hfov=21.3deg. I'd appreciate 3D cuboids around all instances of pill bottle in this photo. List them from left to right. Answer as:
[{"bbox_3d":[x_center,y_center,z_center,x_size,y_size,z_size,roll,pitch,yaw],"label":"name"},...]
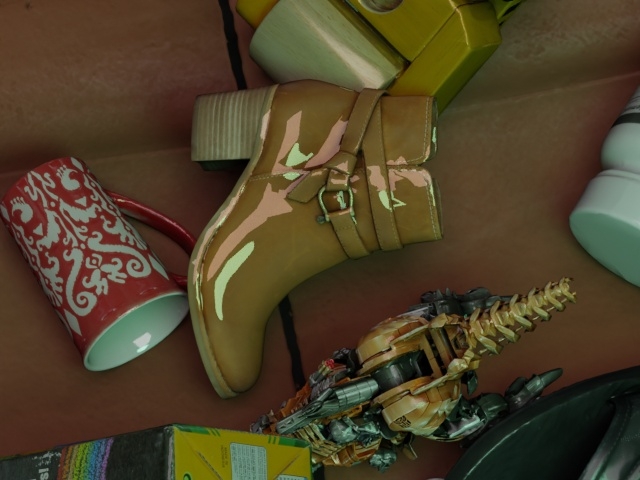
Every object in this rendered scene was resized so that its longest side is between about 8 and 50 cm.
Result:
[{"bbox_3d":[0.356,-0.097,1.545,0.161,0.161,0.283,32,75,9],"label":"pill bottle"}]

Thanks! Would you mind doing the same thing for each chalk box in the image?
[{"bbox_3d":[-0.166,0.262,1.387,0.289,0.179,0.180,-14,71,36],"label":"chalk box"}]

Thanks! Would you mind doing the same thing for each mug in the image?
[{"bbox_3d":[-0.199,0.017,1.545,0.113,0.150,0.169,-45,71,24],"label":"mug"}]

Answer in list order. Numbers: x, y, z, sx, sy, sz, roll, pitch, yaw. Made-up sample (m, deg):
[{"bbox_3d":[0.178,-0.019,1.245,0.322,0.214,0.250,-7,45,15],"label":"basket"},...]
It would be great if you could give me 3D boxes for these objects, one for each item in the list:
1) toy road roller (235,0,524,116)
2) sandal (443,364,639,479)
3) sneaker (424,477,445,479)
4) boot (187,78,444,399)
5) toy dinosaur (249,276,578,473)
[{"bbox_3d":[0.107,-0.252,1.598,0.202,0.240,0.329,46,115,12],"label":"toy road roller"},{"bbox_3d":[0.286,0.185,1.435,0.446,0.107,0.167,-24,116,-13],"label":"sandal"},{"bbox_3d":[0.066,0.295,1.452,0.080,0.094,0.212,29,74,9],"label":"sneaker"},{"bbox_3d":[0.000,0.000,1.502,0.220,0.109,0.283,0,85,8],"label":"boot"},{"bbox_3d":[0.086,0.124,1.434,0.322,0.218,0.164,-8,87,39],"label":"toy dinosaur"}]
